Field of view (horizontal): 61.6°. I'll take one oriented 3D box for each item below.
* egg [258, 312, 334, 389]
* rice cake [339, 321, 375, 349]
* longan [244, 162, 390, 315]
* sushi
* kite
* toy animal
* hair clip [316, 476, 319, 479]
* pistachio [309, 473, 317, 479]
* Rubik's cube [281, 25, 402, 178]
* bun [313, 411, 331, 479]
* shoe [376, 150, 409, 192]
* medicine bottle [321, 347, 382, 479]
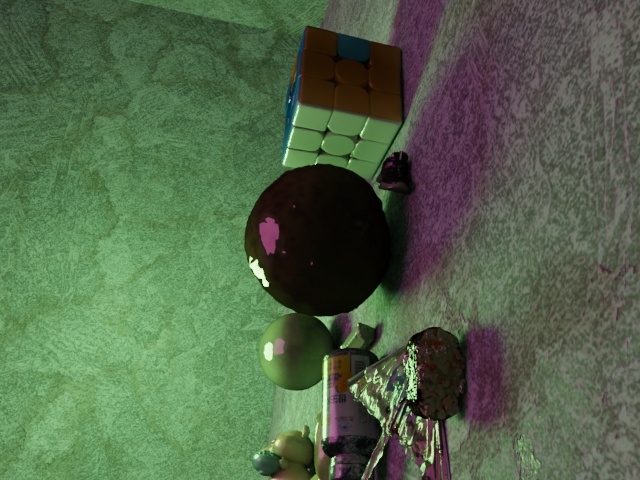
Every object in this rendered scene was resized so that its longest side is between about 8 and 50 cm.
[{"bbox_3d":[-0.082,0.374,1.812,0.352,0.259,0.258,133,144,-73],"label":"egg"},{"bbox_3d":[0.089,0.295,1.478,0.052,0.057,0.256,-57,-5,-35],"label":"rice cake"},{"bbox_3d":[0.000,0.000,1.362,0.391,0.391,0.391,-172,90,-80],"label":"longan"},{"bbox_3d":[0.190,0.222,0.899,0.078,0.091,0.150,122,153,-74],"label":"sushi"},{"bbox_3d":[0.144,0.337,1.040,0.368,0.014,0.406,-67,26,4],"label":"kite"},{"bbox_3d":[-0.103,0.783,1.845,0.210,0.229,0.221,-42,75,31],"label":"toy animal"},{"bbox_3d":[0.042,0.720,1.305,0.282,0.113,0.172,-168,88,-84],"label":"hair clip"},{"bbox_3d":[-0.013,0.746,1.507,0.145,0.117,0.200,-161,79,-67],"label":"pistachio"},{"bbox_3d":[0.054,-0.389,1.559,0.290,0.291,0.291,115,161,-59],"label":"Rubik's cube"},{"bbox_3d":[0.045,0.517,1.349,0.164,0.111,0.188,52,-148,-54],"label":"bun"},{"bbox_3d":[0.184,-0.173,1.312,0.169,0.071,0.099,-102,25,-72],"label":"shoe"},{"bbox_3d":[0.072,0.410,1.252,0.141,0.141,0.293,113,161,-55],"label":"medicine bottle"}]
